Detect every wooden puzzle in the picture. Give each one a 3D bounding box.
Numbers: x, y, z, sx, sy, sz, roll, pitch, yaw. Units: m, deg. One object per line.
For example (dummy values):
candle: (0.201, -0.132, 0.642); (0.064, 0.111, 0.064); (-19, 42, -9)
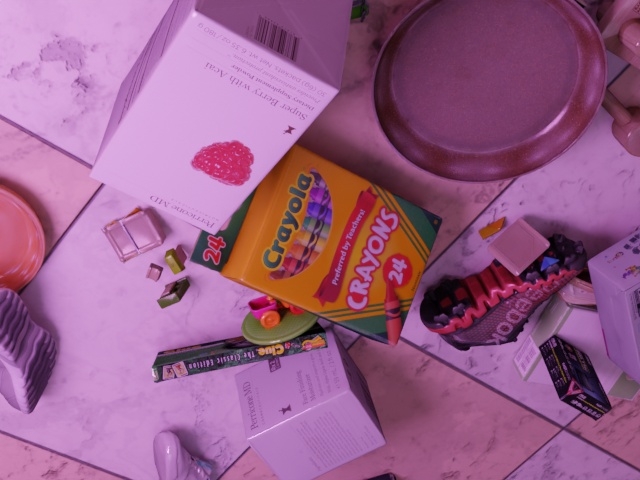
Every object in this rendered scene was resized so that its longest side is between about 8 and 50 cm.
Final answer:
wooden puzzle: (0.302, 0.009, 1.421); (0.078, 0.116, 0.014); (-38, 151, 2)

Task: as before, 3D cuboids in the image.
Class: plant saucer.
plant saucer: (-0.477, -0.004, 1.269); (0.199, 0.037, 0.200); (-6, 125, -9)
plant saucer: (0.221, -0.213, 1.243); (0.310, 0.050, 0.311); (0, 131, 0)

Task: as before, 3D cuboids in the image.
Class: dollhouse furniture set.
dollhouse furniture set: (-0.242, 0.019, 1.349); (0.076, 0.058, 0.152); (-24, 108, 14)

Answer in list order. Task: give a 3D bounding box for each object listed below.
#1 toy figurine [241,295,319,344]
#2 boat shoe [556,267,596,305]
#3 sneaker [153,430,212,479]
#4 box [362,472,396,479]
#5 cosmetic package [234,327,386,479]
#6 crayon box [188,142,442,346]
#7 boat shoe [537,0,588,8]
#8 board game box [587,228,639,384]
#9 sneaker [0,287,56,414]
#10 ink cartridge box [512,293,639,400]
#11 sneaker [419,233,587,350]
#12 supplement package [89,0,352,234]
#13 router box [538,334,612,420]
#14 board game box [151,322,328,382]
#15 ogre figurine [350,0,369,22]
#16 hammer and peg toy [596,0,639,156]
toy figurine: (-0.060, 0.042, 1.360); (0.173, 0.130, 0.159); (-24, 118, -8)
boat shoe: (0.471, 0.073, 1.525); (0.170, 0.063, 0.059); (2, 130, -13)
sneaker: (-0.231, 0.392, 1.596); (0.094, 0.080, 0.212); (-14, 135, -17)
box: (-0.022, 0.729, 1.626); (0.479, 0.472, 0.297); (-15, 128, -2)
cosmetic package: (-0.018, 0.271, 1.500); (0.183, 0.151, 0.151); (-27, 126, 6)
crayon box: (0.000, 0.000, 1.296); (0.318, 0.081, 0.202); (24, 83, -27)
boat shoe: (0.289, -0.330, 1.206); (0.133, 0.049, 0.042); (23, 123, -24)
board game box: (0.588, 0.059, 1.476); (0.303, 0.097, 0.224); (-30, 127, -9)
sneaker: (-0.466, 0.150, 1.345); (0.115, 0.105, 0.281); (10, 140, 11)
ink cartridge box: (0.475, 0.184, 1.610); (0.235, 0.056, 0.171); (11, 122, -21)
sneaker: (0.300, 0.090, 1.478); (0.276, 0.098, 0.135); (-29, 126, 11)
supplement package: (-0.118, -0.176, 1.079); (0.177, 0.175, 0.293); (25, 137, -20)
router box: (0.414, 0.222, 1.516); (0.092, 0.122, 0.038); (31, 119, -28)
board game box: (-0.123, 0.167, 1.418); (0.259, 0.136, 0.030); (-11, 95, -5)
ogre figurine: (-0.033, -0.311, 1.122); (0.197, 0.097, 0.118); (10, 142, -2)
hammer and peg toy: (0.490, -0.276, 1.239); (0.265, 0.127, 0.361); (23, 117, -26)
